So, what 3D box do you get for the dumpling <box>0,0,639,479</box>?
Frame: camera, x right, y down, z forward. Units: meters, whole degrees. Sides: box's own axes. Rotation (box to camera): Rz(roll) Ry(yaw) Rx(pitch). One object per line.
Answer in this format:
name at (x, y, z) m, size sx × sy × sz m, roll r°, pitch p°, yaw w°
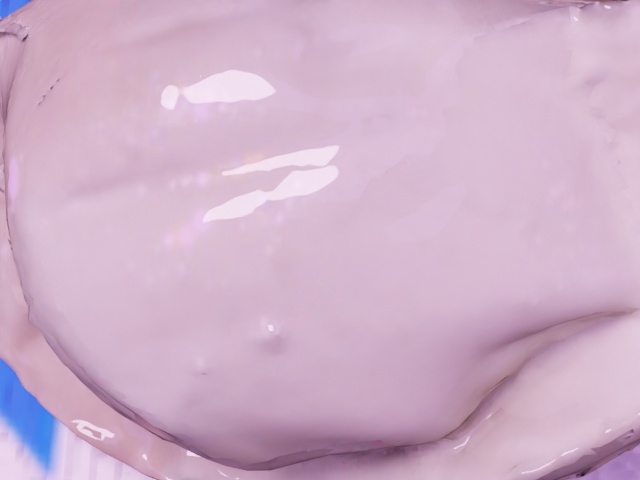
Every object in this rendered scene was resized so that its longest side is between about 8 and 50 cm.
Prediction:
dumpling at (0.000, 0.000, 0.379) m, size 0.199 × 0.118 × 0.136 m, roll -4°, pitch 93°, yaw 27°
